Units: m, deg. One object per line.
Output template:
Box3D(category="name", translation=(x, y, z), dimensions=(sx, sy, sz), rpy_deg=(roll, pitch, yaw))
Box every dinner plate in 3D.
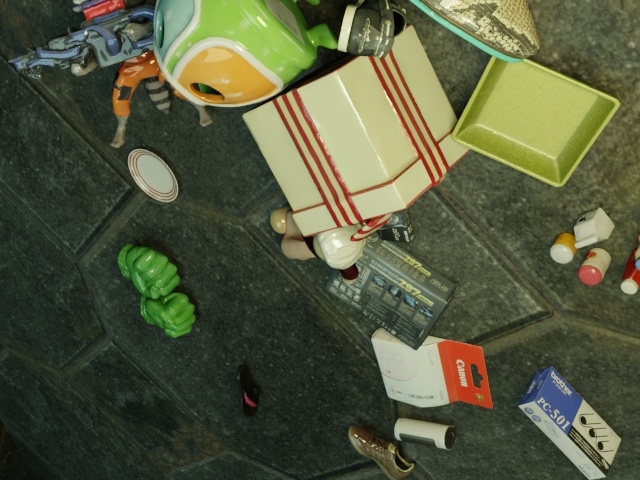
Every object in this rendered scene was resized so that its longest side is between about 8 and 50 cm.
Box3D(category="dinner plate", translation=(-0.372, -0.148, 1.921), dimensions=(0.141, 0.017, 0.141), rpy_deg=(22, 139, 21))

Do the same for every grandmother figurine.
Box3D(category="grandmother figurine", translation=(0.000, 0.000, 1.568), dimensions=(0.208, 0.104, 0.342), rpy_deg=(44, 173, -11))

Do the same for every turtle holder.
Box3D(category="turtle holder", translation=(-0.148, -0.351, 1.301), dimensions=(0.227, 0.243, 0.320), rpy_deg=(-36, 75, 19))

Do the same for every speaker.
Box3D(category="speaker", translation=(0.239, 0.439, 1.956), dimensions=(0.136, 0.055, 0.055), rpy_deg=(2, 128, 38))

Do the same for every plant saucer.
Box3D(category="plant saucer", translation=(0.314, -0.187, 1.264), dimensions=(0.188, 0.045, 0.188), rpy_deg=(25, 140, 2))

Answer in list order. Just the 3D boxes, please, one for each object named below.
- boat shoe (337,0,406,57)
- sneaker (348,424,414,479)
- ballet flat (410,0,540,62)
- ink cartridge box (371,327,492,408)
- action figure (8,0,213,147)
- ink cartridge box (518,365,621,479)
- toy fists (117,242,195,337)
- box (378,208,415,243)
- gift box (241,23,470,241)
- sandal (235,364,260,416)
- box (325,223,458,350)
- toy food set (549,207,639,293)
Box3D(category="boat shoe", translation=(0.084, -0.309, 1.220), dimensions=(0.079, 0.233, 0.084), rpy_deg=(11, 117, 8))
Box3D(category="sneaker", translation=(0.152, 0.511, 2.107), dimensions=(0.188, 0.066, 0.071), rpy_deg=(43, 126, -12))
Box3D(category="ballet flat", translation=(0.107, -0.423, 1.152), dimensions=(0.483, 0.164, 0.182), rpy_deg=(33, 125, 13))
Box3D(category="ink cartridge box", translation=(0.233, 0.280, 1.806), dimensions=(0.232, 0.066, 0.189), rpy_deg=(14, 135, 36))
Box3D(category="action figure", translation=(-0.390, -0.349, 1.618), dimensions=(0.341, 0.178, 0.330), rpy_deg=(-6, 121, 14))
Box3D(category="ink cartridge box", translation=(0.476, 0.348, 1.631), dimensions=(0.207, 0.097, 0.046), rpy_deg=(46, 142, -7))
Box3D(category="toy fists", translation=(-0.408, 0.130, 2.161), dimensions=(0.142, 0.096, 0.279), rpy_deg=(9, 131, 33))
Box3D(category="box", translation=(0.137, -0.035, 1.603), dimensions=(0.067, 0.018, 0.083), rpy_deg=(9, 133, 34))
Box3D(category="gift box", translation=(0.060, -0.158, 1.373), dimensions=(0.276, 0.255, 0.258), rpy_deg=(-15, 108, 50))
Box3D(category="sandal", translation=(-0.187, 0.406, 2.275), dimensions=(0.040, 0.067, 0.179), rpy_deg=(7, 130, 20))
Box3D(category="box", translation=(0.136, 0.093, 1.697), dimensions=(0.233, 0.059, 0.183), rpy_deg=(33, 142, 11))
Box3D(category="toy food set", translation=(0.451, 0.018, 1.321), dimensions=(0.111, 0.104, 0.232), rpy_deg=(50, 141, -11))
